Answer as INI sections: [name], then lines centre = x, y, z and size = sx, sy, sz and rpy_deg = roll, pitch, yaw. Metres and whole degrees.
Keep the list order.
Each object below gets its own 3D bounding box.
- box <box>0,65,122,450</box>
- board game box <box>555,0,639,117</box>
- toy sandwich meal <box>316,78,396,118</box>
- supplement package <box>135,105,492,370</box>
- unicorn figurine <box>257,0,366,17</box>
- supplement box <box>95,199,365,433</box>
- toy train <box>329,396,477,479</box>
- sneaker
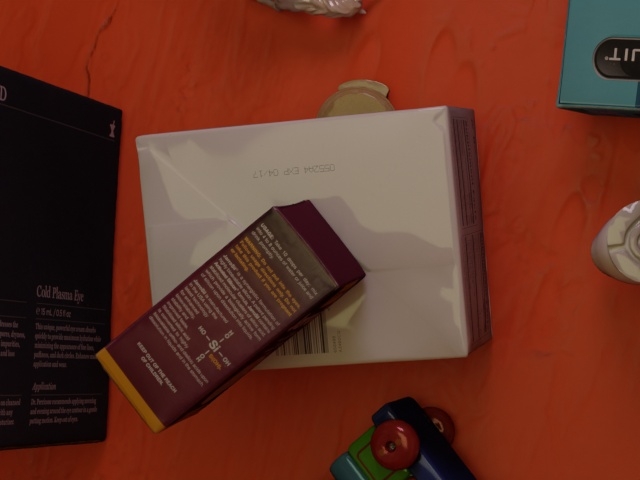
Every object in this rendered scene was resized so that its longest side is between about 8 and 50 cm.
[box]
centre = -0.321, 0.017, 1.445
size = 0.179, 0.343, 0.312
rpy_deg = 2, 85, 18
[board game box]
centre = 0.334, -0.262, 1.363
size = 0.254, 0.079, 0.336
rpy_deg = 7, 92, 34
[toy sandwich meal]
centre = 0.033, -0.100, 1.513
size = 0.085, 0.029, 0.085
rpy_deg = 1, 93, 12
[supplement package]
centre = 0.000, 0.000, 1.436
size = 0.262, 0.145, 0.204
rpy_deg = -4, 92, 15
[unicorn figurine]
centre = -0.033, -0.232, 1.510
size = 0.111, 0.162, 0.060
rpy_deg = 27, 99, 44
[supplement box]
centre = -0.067, 0.058, 1.328
size = 0.188, 0.104, 0.081
rpy_deg = -39, 84, 13
[toy train]
centre = 0.097, 0.267, 1.429
size = 0.143, 0.105, 0.248
rpy_deg = -43, 75, 20
[sneaker]
centre = 0.337, -0.007, 1.387
size = 0.235, 0.095, 0.090
rpy_deg = -3, 79, -3
